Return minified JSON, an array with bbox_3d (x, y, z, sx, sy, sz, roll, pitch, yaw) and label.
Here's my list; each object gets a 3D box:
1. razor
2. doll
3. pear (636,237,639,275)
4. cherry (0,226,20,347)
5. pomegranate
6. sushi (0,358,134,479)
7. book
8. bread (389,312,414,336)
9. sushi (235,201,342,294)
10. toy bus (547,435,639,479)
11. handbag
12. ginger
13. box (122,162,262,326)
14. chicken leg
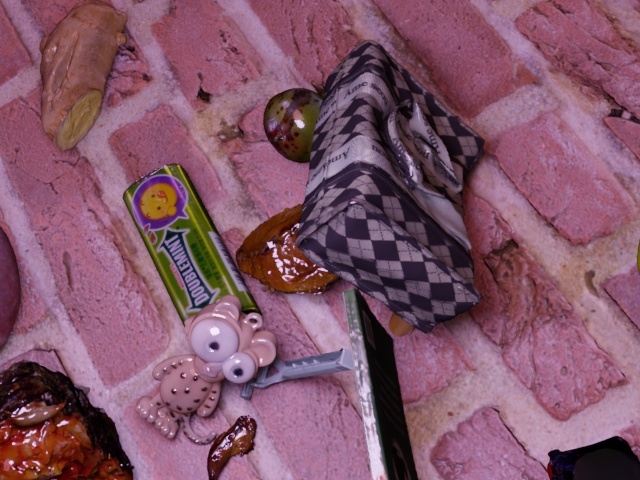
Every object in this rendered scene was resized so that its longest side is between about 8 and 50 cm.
[{"bbox_3d":[-0.031,0.206,1.539,0.278,0.056,0.111,-13,56,51],"label":"razor"},{"bbox_3d":[-0.190,0.219,1.567,0.154,0.119,0.278,34,109,-6],"label":"doll"},{"bbox_3d":[0.658,0.029,1.374,0.391,0.391,0.391,-5,65,10],"label":"pear"},{"bbox_3d":[-0.680,0.080,1.725,0.261,0.221,0.307,-34,81,-1],"label":"cherry"},{"bbox_3d":[-0.028,-0.232,1.764,0.148,0.148,0.169,21,65,21],"label":"pomegranate"},{"bbox_3d":[-0.420,0.322,1.482,0.196,0.343,0.182,-46,52,-12],"label":"sushi"},{"bbox_3d":[0.099,0.285,1.429,0.043,0.260,0.371,-14,64,11],"label":"book"},{"bbox_3d":[0.161,0.114,1.616,0.049,0.103,0.062,41,36,15],"label":"bread"},{"bbox_3d":[-0.004,0.000,1.650,0.296,0.179,0.167,-35,86,13],"label":"sushi"},{"bbox_3d":[0.432,0.436,1.347,0.127,0.147,0.302,-19,65,3],"label":"toy bus"},{"bbox_3d":[0.138,-0.093,1.529,0.180,0.317,0.416,-37,31,37],"label":"handbag"},{"bbox_3d":[-0.497,-0.344,1.923,0.190,0.126,0.354,0,64,7],"label":"ginger"},{"bbox_3d":[-0.237,0.027,1.711,0.134,0.097,0.345,-30,64,1],"label":"box"},{"bbox_3d":[-0.157,0.357,1.582,0.062,0.037,0.145,38,77,11],"label":"chicken leg"}]
